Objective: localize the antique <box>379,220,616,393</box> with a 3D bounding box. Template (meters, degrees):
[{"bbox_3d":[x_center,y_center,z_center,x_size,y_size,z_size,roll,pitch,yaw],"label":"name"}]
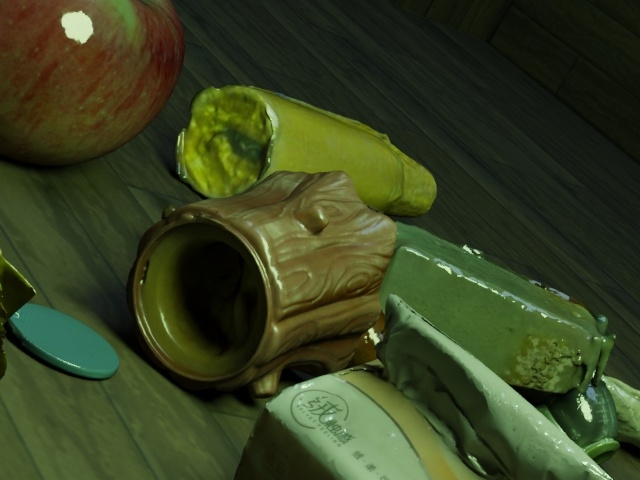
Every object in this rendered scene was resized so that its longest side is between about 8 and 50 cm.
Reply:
[{"bbox_3d":[0.189,0.092,1.901,0.284,0.150,0.125,18,18,-2],"label":"antique"}]

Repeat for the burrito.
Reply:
[{"bbox_3d":[0.277,0.157,2.039,0.392,0.076,0.117,29,-19,-8],"label":"burrito"}]

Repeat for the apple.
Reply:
[{"bbox_3d":[-0.322,-0.228,1.915,0.345,0.269,0.345,47,14,-15],"label":"apple"}]

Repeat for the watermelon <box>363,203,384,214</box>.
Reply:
[{"bbox_3d":[-0.016,0.015,1.992,0.146,0.128,0.231,6,-5,18],"label":"watermelon"}]

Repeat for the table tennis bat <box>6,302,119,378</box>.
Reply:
[{"bbox_3d":[-0.253,0.082,1.518,0.155,0.019,0.100,28,17,-13],"label":"table tennis bat"}]

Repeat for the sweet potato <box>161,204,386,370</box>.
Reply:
[{"bbox_3d":[-0.019,0.057,1.811,0.359,0.112,0.112,32,17,7],"label":"sweet potato"}]

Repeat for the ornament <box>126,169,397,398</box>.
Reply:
[{"bbox_3d":[-0.065,0.048,1.647,0.235,0.221,0.217,-8,4,28],"label":"ornament"}]

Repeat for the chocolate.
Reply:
[{"bbox_3d":[0.000,-0.099,2.259,0.162,0.162,0.445,41,17,32],"label":"chocolate"}]

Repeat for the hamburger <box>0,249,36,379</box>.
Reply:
[{"bbox_3d":[-0.342,0.027,1.088,0.291,0.291,0.225,25,21,-16],"label":"hamburger"}]

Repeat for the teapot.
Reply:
[{"bbox_3d":[0.292,0.223,1.937,0.092,0.124,0.091,85,-17,-59],"label":"teapot"}]

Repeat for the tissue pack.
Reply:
[{"bbox_3d":[0.110,0.208,1.348,0.238,0.238,0.305,9,26,-50],"label":"tissue pack"}]
